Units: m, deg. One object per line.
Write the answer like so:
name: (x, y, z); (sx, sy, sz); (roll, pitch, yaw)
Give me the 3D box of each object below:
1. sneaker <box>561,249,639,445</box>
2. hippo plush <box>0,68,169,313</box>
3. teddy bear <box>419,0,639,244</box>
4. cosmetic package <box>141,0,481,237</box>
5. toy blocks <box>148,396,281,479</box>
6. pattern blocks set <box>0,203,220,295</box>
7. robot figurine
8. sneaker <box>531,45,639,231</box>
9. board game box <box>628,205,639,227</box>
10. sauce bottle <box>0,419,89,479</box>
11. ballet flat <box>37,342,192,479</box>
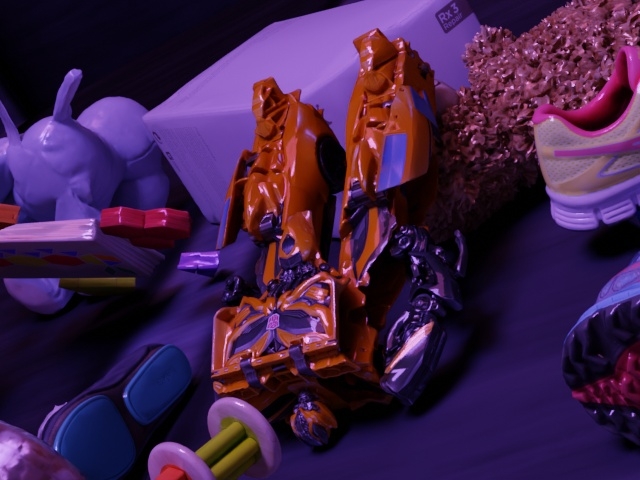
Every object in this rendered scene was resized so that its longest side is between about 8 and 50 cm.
sneaker: (0.236, 0.007, 0.502); (0.261, 0.104, 0.125); (-16, 22, 38)
hippo plush: (-0.304, -0.083, 1.331); (0.234, 0.294, 0.236); (1, 23, 20)
teddy bear: (0.186, -0.130, 0.867); (0.338, 0.113, 0.245); (-22, 34, 19)
cosmetic package: (-0.005, -0.126, 1.129); (0.217, 0.156, 0.385); (-39, 21, -18)
toy blocks: (-0.098, 0.163, 0.611); (0.148, 0.054, 0.123); (-36, -16, -43)
pattern blocks set: (-0.259, 0.009, 1.086); (0.324, 0.026, 0.285); (1, -16, 7)
robot figurine: (0.000, 0.000, 0.775); (0.211, 0.085, 0.291); (-20, 48, 34)
sneaker: (0.228, -0.088, 0.697); (0.208, 0.094, 0.081); (-28, 17, 7)
board game box: (0.249, -0.032, 0.703); (0.090, 0.020, 0.090); (-32, 19, -3)
sauce bottle: (-0.254, 0.262, 0.608); (0.111, 0.111, 0.344); (-8, 39, 50)
ballet flat: (-0.163, 0.139, 0.830); (0.074, 0.074, 0.203); (-23, 9, 23)
